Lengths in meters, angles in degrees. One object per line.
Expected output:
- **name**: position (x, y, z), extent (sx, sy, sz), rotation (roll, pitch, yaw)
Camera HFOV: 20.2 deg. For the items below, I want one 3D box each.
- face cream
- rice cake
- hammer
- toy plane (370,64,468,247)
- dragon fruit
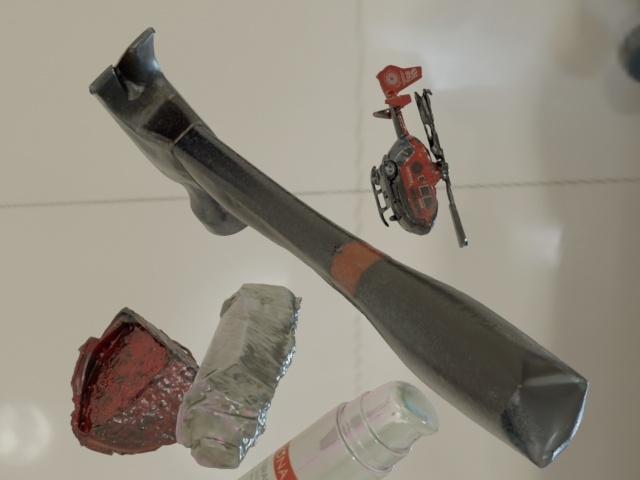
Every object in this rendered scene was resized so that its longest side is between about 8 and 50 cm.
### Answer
- **face cream**: position (-0.009, 0.274, 2.099), extent (0.102, 0.102, 0.345), rotation (38, 119, -24)
- **rice cake**: position (-0.047, 0.074, 1.074), extent (0.055, 0.270, 0.049), rotation (24, 103, -3)
- **hammer**: position (0.000, 0.000, 0.707), extent (0.037, 0.290, 0.137), rotation (-47, 133, -7)
- **toy plane**: position (0.067, -0.061, 1.323), extent (0.060, 0.037, 0.145), rotation (-12, 81, -15)
- **dragon fruit**: position (-0.205, 0.173, 1.995), extent (0.161, 0.120, 0.127), rotation (-44, 128, -8)
